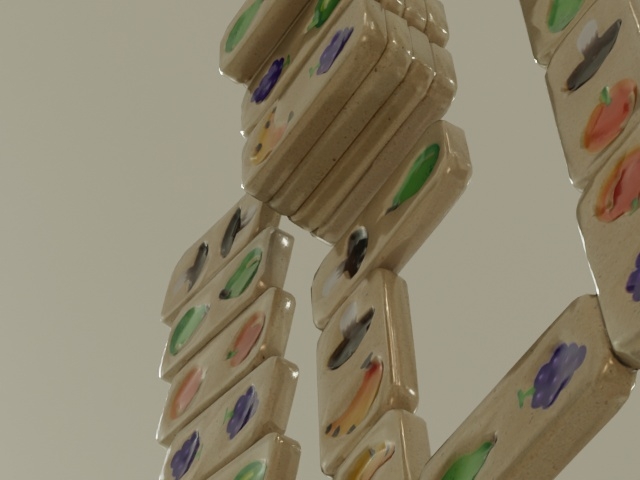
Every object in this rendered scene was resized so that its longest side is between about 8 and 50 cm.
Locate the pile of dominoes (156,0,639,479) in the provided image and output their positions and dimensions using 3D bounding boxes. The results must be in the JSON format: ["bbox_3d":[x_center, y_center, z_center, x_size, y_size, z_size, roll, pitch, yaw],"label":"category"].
[{"bbox_3d":[0.000,0.000,0.482,0.040,0.251,0.196,30,-65,-18],"label":"pile of dominoes"}]
